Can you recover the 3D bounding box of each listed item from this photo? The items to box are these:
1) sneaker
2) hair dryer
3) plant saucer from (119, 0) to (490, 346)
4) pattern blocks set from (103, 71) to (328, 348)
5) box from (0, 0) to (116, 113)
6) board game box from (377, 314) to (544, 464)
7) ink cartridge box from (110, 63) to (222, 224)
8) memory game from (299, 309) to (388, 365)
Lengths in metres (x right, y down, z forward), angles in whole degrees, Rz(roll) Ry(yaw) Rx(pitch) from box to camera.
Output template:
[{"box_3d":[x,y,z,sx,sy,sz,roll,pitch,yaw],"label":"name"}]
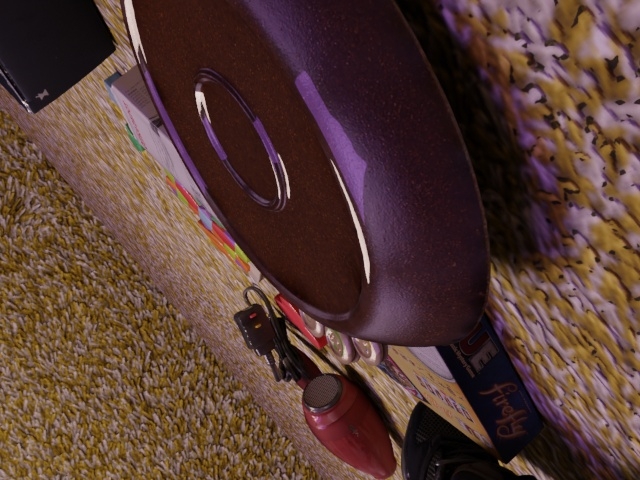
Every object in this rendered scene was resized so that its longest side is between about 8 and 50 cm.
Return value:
[{"box_3d":[0.114,0.180,0.818,0.227,0.087,0.130,-84,8,-53],"label":"sneaker"},{"box_3d":[0.005,0.173,1.337,0.293,0.080,0.223,55,-177,-2],"label":"hair dryer"},{"box_3d":[-0.028,-0.064,0.594,0.310,0.050,0.310,49,158,27],"label":"plant saucer"},{"box_3d":[-0.114,-0.031,1.175,0.325,0.026,0.285,44,167,22],"label":"pattern blocks set"},{"box_3d":[-0.311,-0.244,1.022,0.207,0.108,0.153,42,166,28],"label":"box"},{"box_3d":[0.047,0.049,0.813,0.243,0.042,0.165,33,160,52],"label":"board game box"},{"box_3d":[-0.102,-0.081,0.902,0.135,0.056,0.099,44,166,22],"label":"ink cartridge box"},{"box_3d":[0.000,0.000,0.734,0.186,0.012,0.186,44,145,44],"label":"memory game"}]
